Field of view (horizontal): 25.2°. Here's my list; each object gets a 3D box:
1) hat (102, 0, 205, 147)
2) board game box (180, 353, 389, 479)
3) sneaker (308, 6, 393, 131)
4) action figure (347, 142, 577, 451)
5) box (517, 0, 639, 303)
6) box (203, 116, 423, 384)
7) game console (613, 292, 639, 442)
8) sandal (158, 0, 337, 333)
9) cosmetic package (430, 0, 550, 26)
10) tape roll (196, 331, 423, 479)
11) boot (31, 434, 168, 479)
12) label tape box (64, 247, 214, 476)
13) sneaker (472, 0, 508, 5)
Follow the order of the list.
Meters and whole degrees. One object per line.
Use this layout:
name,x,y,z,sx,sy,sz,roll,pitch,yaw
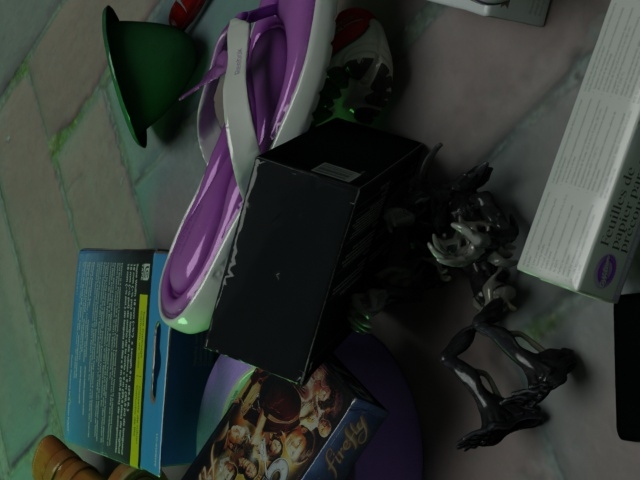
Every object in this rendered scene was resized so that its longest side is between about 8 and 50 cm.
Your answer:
hat,-0.156,-0.225,1.730,0.208,0.184,0.173,74,-177,-61
board game box,-0.052,0.214,1.327,0.243,0.042,0.165,-57,32,5
sneaker,-0.014,-0.137,1.508,0.279,0.107,0.118,-42,38,39
action figure,0.116,0.037,1.275,0.164,0.141,0.275,-50,54,41
box,0.247,-0.114,1.125,0.067,0.063,0.324,21,93,44
box,0.000,0.000,1.324,0.103,0.261,0.184,17,106,12
game console,0.286,0.102,1.155,0.107,0.071,0.122,-3,86,22
sandal,-0.086,-0.113,1.390,0.169,0.102,0.416,11,83,62
cosmetic package,0.119,-0.280,1.336,0.231,0.085,0.117,28,109,47
tape roll,-0.017,0.220,1.473,0.275,0.090,0.274,-3,86,52
boot,-0.277,0.311,1.763,0.220,0.109,0.283,51,148,35
label tape box,-0.188,0.131,1.633,0.334,0.106,0.240,1,86,63
sneaker,0.083,-0.289,1.260,0.282,0.102,0.161,60,156,22
